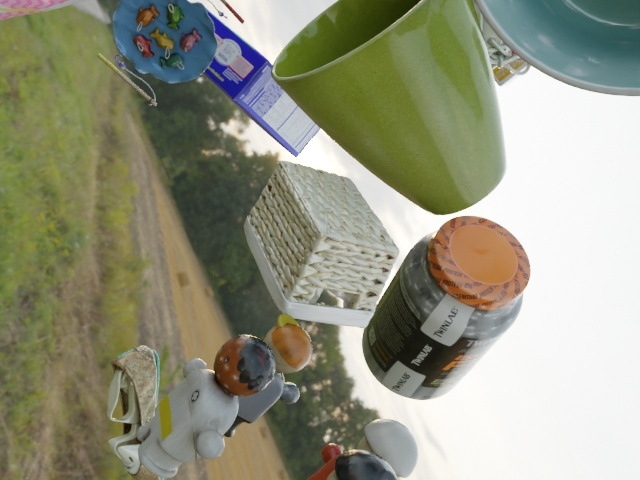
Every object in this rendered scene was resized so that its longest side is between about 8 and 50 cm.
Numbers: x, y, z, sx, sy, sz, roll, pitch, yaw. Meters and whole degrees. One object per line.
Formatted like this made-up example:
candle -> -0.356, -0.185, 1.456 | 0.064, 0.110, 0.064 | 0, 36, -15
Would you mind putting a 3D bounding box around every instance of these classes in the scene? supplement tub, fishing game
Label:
supplement tub -> 0.197, 0.112, 1.184 | 0.193, 0.194, 0.316 | 63, -27, 27
fishing game -> -0.273, -0.356, 1.285 | 0.189, 0.264, 0.041 | 45, 31, -27

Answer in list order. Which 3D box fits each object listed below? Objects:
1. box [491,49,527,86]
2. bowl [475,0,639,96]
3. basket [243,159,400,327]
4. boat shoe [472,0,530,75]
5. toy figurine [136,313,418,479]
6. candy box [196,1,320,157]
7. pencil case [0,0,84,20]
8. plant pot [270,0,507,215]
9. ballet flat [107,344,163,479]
box -> 0.372, -0.438, 1.550 | 0.203, 0.114, 0.103 | 55, 28, 3
bowl -> 0.287, -0.287, 0.656 | 0.311, 0.312, 0.163 | 68, 21, -4
basket -> 0.000, 0.000, 0.805 | 0.103, 0.113, 0.167 | -62, -147, 26
boat shoe -> 0.268, -0.323, 1.196 | 0.367, 0.136, 0.156 | -18, -115, 50
toy figurine -> -0.028, 0.173, 0.638 | 0.209, 0.148, 0.213 | 49, 10, 13
candy box -> -0.162, -0.362, 1.694 | 0.268, 0.122, 0.317 | 45, 3, 28
pencil case -> -0.167, -0.240, 0.547 | 0.124, 0.273, 0.113 | 163, -88, -84
plant pot -> 0.127, -0.186, 1.004 | 0.293, 0.275, 0.275 | 53, -1, -26
ballet flat -> -0.250, 0.244, 0.977 | 0.073, 0.067, 0.206 | -4, -90, 49
